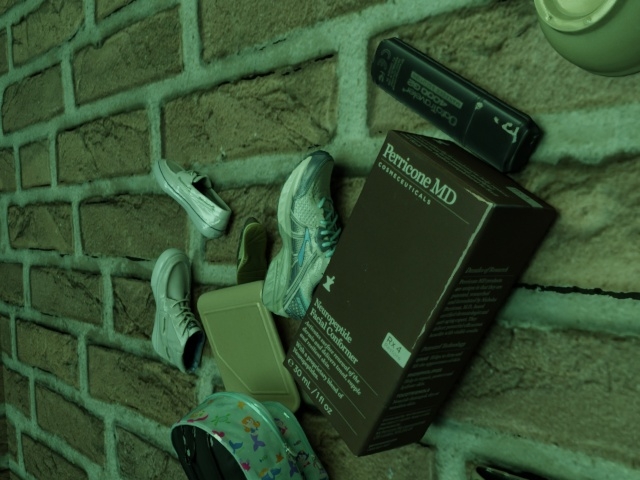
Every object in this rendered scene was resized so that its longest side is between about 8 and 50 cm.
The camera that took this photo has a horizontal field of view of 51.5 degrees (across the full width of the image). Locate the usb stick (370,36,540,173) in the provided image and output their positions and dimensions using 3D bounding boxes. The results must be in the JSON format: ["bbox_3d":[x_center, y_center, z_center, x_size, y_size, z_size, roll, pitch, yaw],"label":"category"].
[{"bbox_3d":[0.166,-0.182,0.868,0.278,0.045,0.077,44,132,36],"label":"usb stick"}]

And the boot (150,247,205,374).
[{"bbox_3d":[-0.285,0.151,1.386,0.123,0.095,0.258,28,123,37],"label":"boot"}]

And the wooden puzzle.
[{"bbox_3d":[-0.132,0.200,1.227,0.220,0.044,0.239,-15,90,48],"label":"wooden puzzle"}]

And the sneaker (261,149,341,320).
[{"bbox_3d":[0.000,0.000,1.051,0.122,0.110,0.283,20,112,27],"label":"sneaker"}]

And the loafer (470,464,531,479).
[{"bbox_3d":[0.273,0.315,0.763,0.267,0.096,0.084,-16,76,50],"label":"loafer"}]

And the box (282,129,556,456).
[{"bbox_3d":[0.112,0.073,0.864,0.191,0.143,0.382,44,118,40],"label":"box"}]

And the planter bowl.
[{"bbox_3d":[0.286,-0.255,0.677,0.162,0.109,0.162,7,99,49],"label":"planter bowl"}]

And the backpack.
[{"bbox_3d":[-0.126,0.373,1.113,0.225,0.191,0.254,-23,104,50],"label":"backpack"}]

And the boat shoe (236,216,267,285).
[{"bbox_3d":[-0.125,0.027,1.215,0.049,0.056,0.152,-108,27,-54],"label":"boat shoe"}]

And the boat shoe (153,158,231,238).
[{"bbox_3d":[-0.248,-0.103,1.328,0.226,0.083,0.076,46,115,21],"label":"boat shoe"}]
